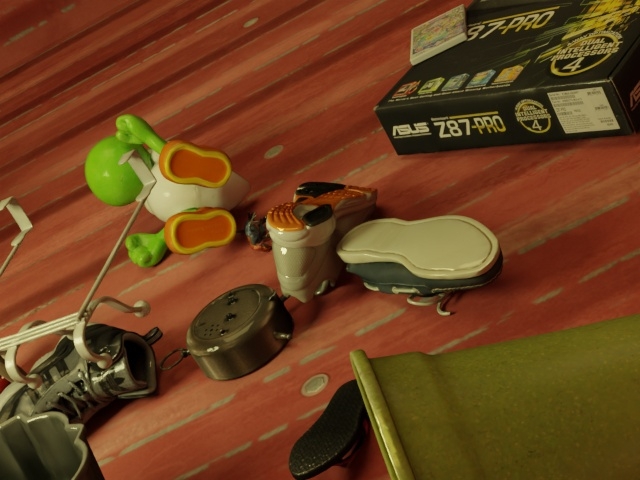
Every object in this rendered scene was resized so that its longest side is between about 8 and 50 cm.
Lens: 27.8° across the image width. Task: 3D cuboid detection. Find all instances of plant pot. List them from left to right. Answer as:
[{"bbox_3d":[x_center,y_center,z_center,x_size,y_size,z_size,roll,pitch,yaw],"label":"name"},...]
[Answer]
[{"bbox_3d":[0.186,0.175,1.002,0.254,0.276,0.276,-19,27,-1],"label":"plant pot"}]

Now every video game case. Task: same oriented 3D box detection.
[{"bbox_3d":[0.170,-0.297,1.865,0.087,0.011,0.122,-24,25,18],"label":"video game case"}]

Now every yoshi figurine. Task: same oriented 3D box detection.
[{"bbox_3d":[-0.254,-0.083,1.937,0.203,0.203,0.362,-47,21,-7],"label":"yoshi figurine"}]

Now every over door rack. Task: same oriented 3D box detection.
[{"bbox_3d":[-0.329,0.057,1.643,0.239,0.108,0.324,-18,42,25],"label":"over door rack"}]

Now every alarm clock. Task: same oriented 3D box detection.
[{"bbox_3d":[-0.120,0.117,1.603,0.192,0.064,0.129,-26,27,16],"label":"alarm clock"}]

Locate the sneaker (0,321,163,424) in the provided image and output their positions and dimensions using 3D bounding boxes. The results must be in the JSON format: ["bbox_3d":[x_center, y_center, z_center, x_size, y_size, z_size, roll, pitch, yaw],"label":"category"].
[{"bbox_3d":[-0.301,0.192,1.608,0.153,0.101,0.268,-12,30,38],"label":"sneaker"}]

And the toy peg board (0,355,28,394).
[{"bbox_3d":[-0.468,0.182,1.755,0.079,0.160,0.161,-54,31,-9],"label":"toy peg board"}]

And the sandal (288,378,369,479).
[{"bbox_3d":[0.023,0.201,1.344,0.067,0.040,0.179,-10,19,26],"label":"sandal"}]

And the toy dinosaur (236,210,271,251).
[{"bbox_3d":[-0.089,-0.004,1.821,0.090,0.047,0.082,-53,18,42],"label":"toy dinosaur"}]

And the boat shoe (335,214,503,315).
[{"bbox_3d":[0.119,0.030,1.482,0.254,0.079,0.095,0,41,49],"label":"boat shoe"}]

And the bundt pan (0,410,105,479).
[{"bbox_3d":[-0.345,0.324,1.291,0.331,0.124,0.331,-23,25,12],"label":"bundt pan"}]

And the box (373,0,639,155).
[{"bbox_3d":[0.309,-0.250,1.741,0.395,0.097,0.318,-1,37,48],"label":"box"}]

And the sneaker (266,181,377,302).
[{"bbox_3d":[0.000,0.000,1.641,0.099,0.121,0.262,8,18,21],"label":"sneaker"}]
